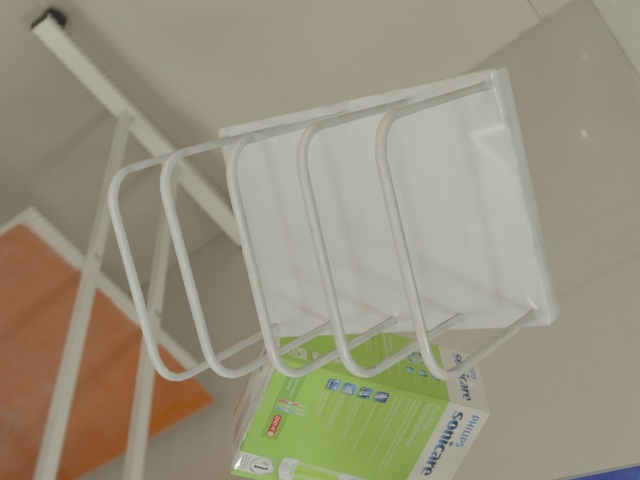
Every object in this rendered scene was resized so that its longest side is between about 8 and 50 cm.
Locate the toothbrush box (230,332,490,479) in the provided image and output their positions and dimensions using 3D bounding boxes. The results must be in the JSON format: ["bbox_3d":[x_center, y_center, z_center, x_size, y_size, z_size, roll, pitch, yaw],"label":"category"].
[{"bbox_3d":[0.046,0.227,1.366,0.283,0.122,0.206,16,121,-11],"label":"toothbrush box"}]

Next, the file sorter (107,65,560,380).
[{"bbox_3d":[0.000,0.000,0.785,0.278,0.173,0.193,-7,101,39],"label":"file sorter"}]

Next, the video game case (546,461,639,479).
[{"bbox_3d":[0.286,0.221,0.845,0.269,0.061,0.244,-15,158,13],"label":"video game case"}]
